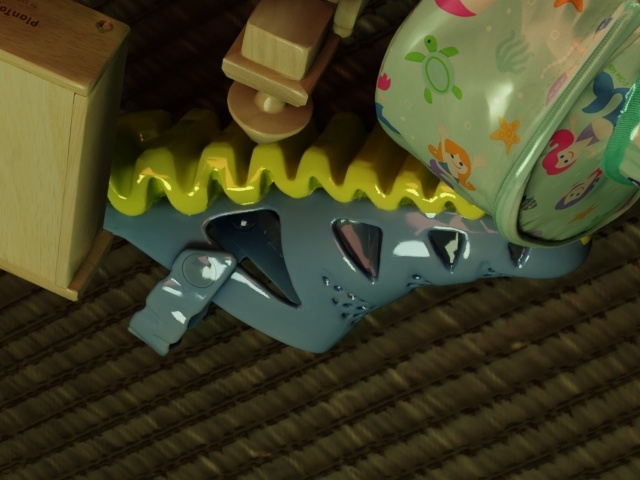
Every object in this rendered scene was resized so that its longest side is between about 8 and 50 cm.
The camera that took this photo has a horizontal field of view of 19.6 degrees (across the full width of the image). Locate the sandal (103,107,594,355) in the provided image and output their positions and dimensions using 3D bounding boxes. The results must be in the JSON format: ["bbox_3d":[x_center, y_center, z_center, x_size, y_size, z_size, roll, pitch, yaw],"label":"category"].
[{"bbox_3d":[0.000,0.000,1.052,0.317,0.126,0.138,3,109,22],"label":"sandal"}]

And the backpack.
[{"bbox_3d":[0.153,-0.108,0.873,0.253,0.225,0.191,-46,74,11],"label":"backpack"}]

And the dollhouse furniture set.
[{"bbox_3d":[-0.115,-0.169,1.010,0.303,0.355,0.174,24,142,5],"label":"dollhouse furniture set"}]
